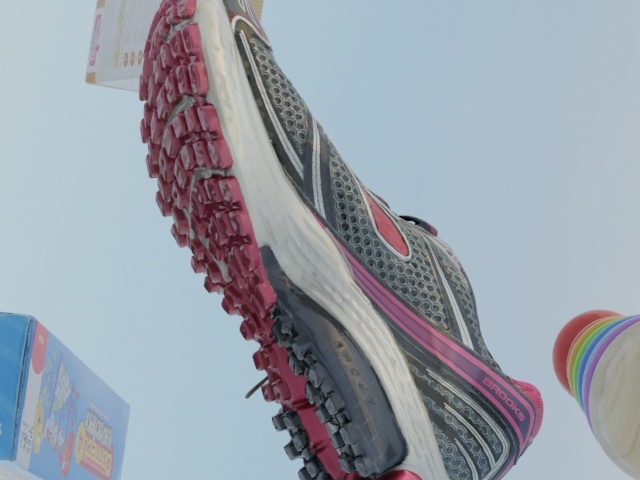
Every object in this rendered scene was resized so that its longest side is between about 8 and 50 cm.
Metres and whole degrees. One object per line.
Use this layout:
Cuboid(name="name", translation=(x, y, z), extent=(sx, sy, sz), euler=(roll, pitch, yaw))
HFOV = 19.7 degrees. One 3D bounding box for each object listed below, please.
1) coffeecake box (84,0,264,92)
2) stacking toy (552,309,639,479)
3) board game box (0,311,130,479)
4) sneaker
Cuboid(name="coffeecake box", translation=(-0.103, -0.180, 1.330), extent=(0.185, 0.068, 0.142), euler=(-173, -89, -66))
Cuboid(name="stacking toy", translation=(0.268, 0.112, 1.584), extent=(0.330, 0.141, 0.141), euler=(-128, -127, -83))
Cuboid(name="board game box", translation=(-0.301, 0.109, 1.191), extent=(0.308, 0.302, 0.086), euler=(70, 26, -74))
Cuboid(name="sneaker", translation=(0.000, 0.000, 0.931), extent=(0.299, 0.112, 0.121), euler=(64, -24, 5))
